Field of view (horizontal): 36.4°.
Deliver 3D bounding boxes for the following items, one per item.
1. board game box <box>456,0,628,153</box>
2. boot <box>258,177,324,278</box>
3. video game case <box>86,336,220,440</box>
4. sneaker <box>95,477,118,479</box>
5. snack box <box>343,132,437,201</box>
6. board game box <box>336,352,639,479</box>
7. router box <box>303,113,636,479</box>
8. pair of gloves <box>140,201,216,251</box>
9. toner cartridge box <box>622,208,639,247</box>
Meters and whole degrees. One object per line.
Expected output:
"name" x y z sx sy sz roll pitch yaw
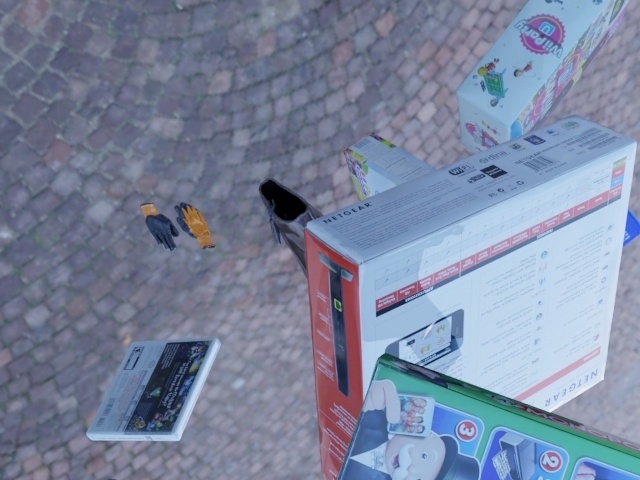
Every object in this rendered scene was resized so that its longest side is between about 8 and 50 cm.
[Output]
"board game box" 0.324 -0.267 1.406 0.303 0.097 0.224 -51 165 -3
"boot" 0.000 0.000 1.131 0.090 0.248 0.207 -39 116 -3
"video game case" -0.264 0.236 1.553 0.022 0.173 0.190 61 35 -37
"sneaker" -0.167 0.398 0.951 0.125 0.180 0.321 -19 107 -29
"snack box" 0.135 -0.054 1.535 0.070 0.207 0.174 -33 127 -17
"board game box" 0.084 0.251 0.564 0.046 0.213 0.317 -1 110 -81
"router box" 0.149 0.071 0.945 0.335 0.082 0.301 -22 127 -28
"pair of gloves" -0.169 -0.017 1.153 0.083 0.074 0.010 -5 144 -44
"toner cartridge box" 0.492 0.021 2.064 0.348 0.165 0.075 -39 -171 9
